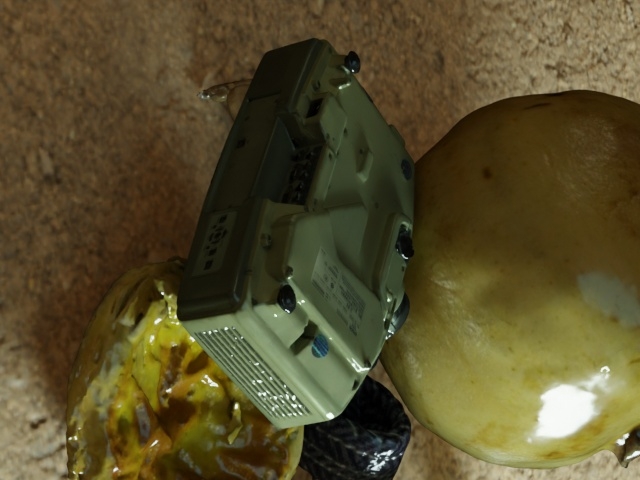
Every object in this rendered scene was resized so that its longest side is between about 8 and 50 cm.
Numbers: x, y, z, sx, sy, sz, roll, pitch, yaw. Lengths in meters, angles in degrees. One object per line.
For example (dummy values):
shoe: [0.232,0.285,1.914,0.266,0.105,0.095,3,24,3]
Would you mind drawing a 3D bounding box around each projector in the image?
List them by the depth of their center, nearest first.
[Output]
projector: [0.000,0.000,1.241,0.193,0.088,0.269,51,41,-37]

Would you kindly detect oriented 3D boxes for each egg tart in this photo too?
egg tart: [-0.110,0.125,1.237,0.241,0.106,0.241,2,87,-47]

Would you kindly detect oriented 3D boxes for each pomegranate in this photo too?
pomegranate: [0.203,0.039,1.402,0.332,0.332,0.333,6,82,-45]

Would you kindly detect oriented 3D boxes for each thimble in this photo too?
thimble: [0.021,0.155,1.362,0.095,0.104,0.066,6,120,-26]

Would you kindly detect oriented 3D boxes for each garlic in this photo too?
garlic: [-0.038,-0.093,1.353,0.113,0.074,0.094,-16,88,-60]
